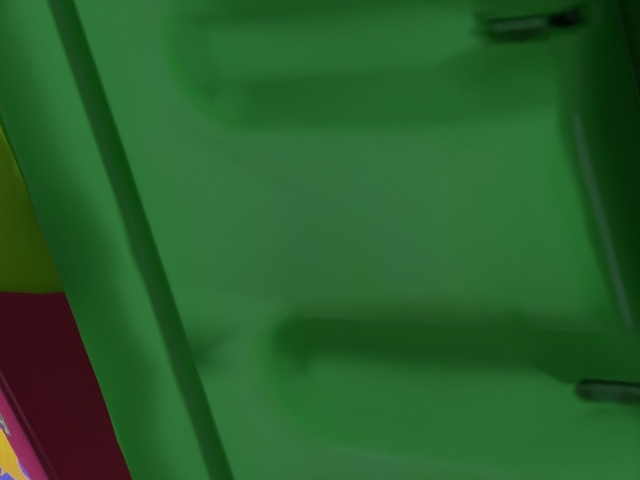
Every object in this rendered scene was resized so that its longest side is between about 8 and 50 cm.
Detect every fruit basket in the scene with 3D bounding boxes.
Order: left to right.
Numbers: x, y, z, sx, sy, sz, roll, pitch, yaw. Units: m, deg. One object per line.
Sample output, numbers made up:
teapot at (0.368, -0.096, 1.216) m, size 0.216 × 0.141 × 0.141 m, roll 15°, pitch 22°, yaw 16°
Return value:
fruit basket at (-0.013, -0.081, 0.537) m, size 0.392 × 0.283 × 0.392 m, roll 36°, pitch 141°, yaw 36°

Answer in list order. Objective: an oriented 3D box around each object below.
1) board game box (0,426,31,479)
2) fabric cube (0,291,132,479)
board game box at (-0.174, 0.253, 1.625) m, size 0.356 × 0.356 × 0.356 m, roll 51°, pitch 173°, yaw -37°
fabric cube at (-0.131, -0.005, 1.273) m, size 0.254 × 0.259 × 0.258 m, roll 36°, pitch 154°, yaw 61°
